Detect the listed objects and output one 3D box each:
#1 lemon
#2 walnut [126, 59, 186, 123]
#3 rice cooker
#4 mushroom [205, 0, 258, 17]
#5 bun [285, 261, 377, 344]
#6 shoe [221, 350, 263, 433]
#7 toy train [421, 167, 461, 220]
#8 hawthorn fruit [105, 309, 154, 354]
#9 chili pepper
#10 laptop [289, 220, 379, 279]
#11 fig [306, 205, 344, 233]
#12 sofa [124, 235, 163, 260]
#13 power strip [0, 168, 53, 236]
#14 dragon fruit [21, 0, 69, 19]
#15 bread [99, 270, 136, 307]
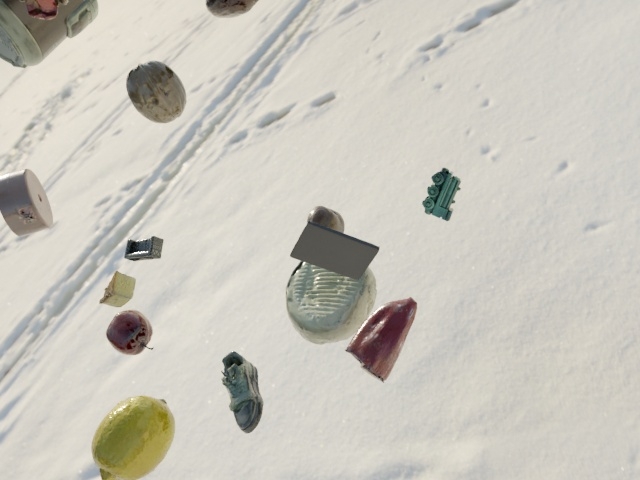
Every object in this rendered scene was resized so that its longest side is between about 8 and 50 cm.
[{"bbox_3d":[-0.582,0.615,1.757,0.233,0.233,0.288,8,52,46],"label":"lemon"},{"bbox_3d":[-0.423,-0.382,1.459,0.140,0.162,0.140,-27,20,11],"label":"walnut"},{"bbox_3d":[-0.810,-0.683,1.540,0.335,0.335,0.325,10,58,47],"label":"rice cooker"},{"bbox_3d":[-0.233,-0.716,1.606,0.194,0.138,0.231,-66,20,1],"label":"mushroom"},{"bbox_3d":[0.047,0.199,1.961,0.359,0.211,0.360,-18,45,19],"label":"bun"},{"bbox_3d":[-0.276,0.487,1.855,0.109,0.149,0.293,-36,29,11],"label":"shoe"},{"bbox_3d":[0.414,-0.157,1.908,0.111,0.171,0.071,24,20,12],"label":"toy train"},{"bbox_3d":[-0.668,0.339,2.020,0.194,0.157,0.157,28,69,27],"label":"hawthorn fruit"},{"bbox_3d":[0.186,0.266,1.633,0.253,0.136,0.144,-57,14,-4],"label":"chili pepper"},{"bbox_3d":[0.034,0.028,1.412,0.016,0.197,0.135,-81,17,-46],"label":"laptop"},{"bbox_3d":[0.002,0.000,2.227,0.145,0.170,0.274,17,84,24],"label":"fig"},{"bbox_3d":[-0.488,0.023,1.558,0.118,0.039,0.060,-5,69,34],"label":"sofa"},{"bbox_3d":[-0.698,-0.087,1.329,0.078,0.154,0.154,-18,34,-11],"label":"power strip"},{"bbox_3d":[-0.482,-0.464,0.922,0.262,0.211,0.134,-41,66,-18],"label":"dragon fruit"},{"bbox_3d":[-0.653,0.164,1.821,0.109,0.084,0.080,-33,46,38],"label":"bread"}]
